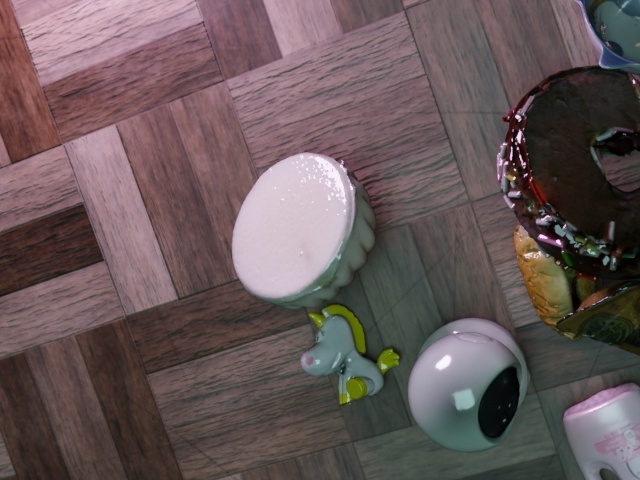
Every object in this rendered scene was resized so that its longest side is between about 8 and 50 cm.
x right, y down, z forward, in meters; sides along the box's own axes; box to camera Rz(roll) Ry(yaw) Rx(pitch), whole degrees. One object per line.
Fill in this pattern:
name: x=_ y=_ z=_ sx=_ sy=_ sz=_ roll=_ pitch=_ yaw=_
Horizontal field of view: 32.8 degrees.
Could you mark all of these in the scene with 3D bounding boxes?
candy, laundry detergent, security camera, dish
candy: x=0.462 y=0.114 z=1.631 sx=0.143 sy=0.271 sz=0.101 roll=-36 pitch=61 yaw=27
laundry detergent: x=0.522 y=0.402 z=1.743 sx=0.159 sy=0.088 sz=0.335 roll=-27 pitch=91 yaw=22
security camera: x=0.228 y=0.231 z=1.719 sx=0.194 sy=0.236 sz=0.195 roll=2 pitch=96 yaw=16
dish: x=0.475 y=-0.319 z=1.629 sx=0.227 sy=0.086 sz=0.236 roll=7 pitch=63 yaw=5

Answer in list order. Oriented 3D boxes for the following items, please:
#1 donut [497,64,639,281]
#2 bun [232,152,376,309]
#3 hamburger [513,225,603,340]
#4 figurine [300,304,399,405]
donut: x=0.389 y=-0.085 z=1.586 sx=0.259 sy=0.136 sz=0.345 roll=-13 pitch=67 yaw=-16
bun: x=0.000 y=0.000 z=1.792 sx=0.263 sy=0.175 sz=0.263 roll=-18 pitch=60 yaw=34
hamburger: x=0.371 y=0.068 z=1.708 sx=0.135 sy=0.155 sz=0.208 roll=-1 pitch=107 yaw=24
figurine: x=0.037 y=0.194 z=1.849 sx=0.178 sy=0.109 sz=0.129 roll=43 pitch=80 yaw=5
